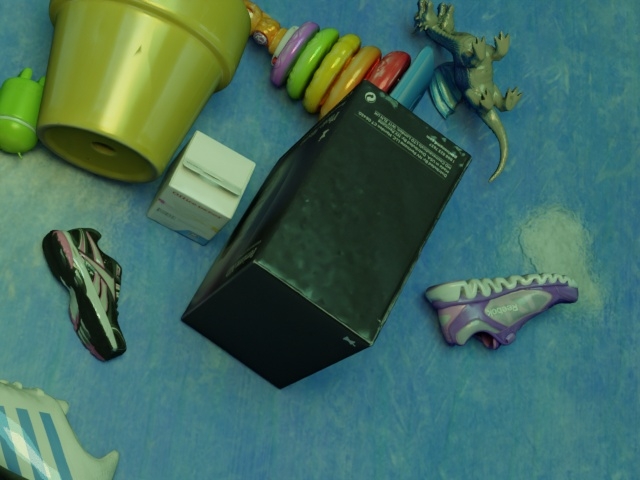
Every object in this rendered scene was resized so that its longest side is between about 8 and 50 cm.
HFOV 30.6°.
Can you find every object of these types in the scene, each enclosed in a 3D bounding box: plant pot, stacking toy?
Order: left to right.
[{"bbox_3d":[-0.240,-0.212,1.481,0.254,0.254,0.239,22,71,-16],"label":"plant pot"},{"bbox_3d":[-0.006,-0.251,1.664,0.302,0.175,0.165,33,64,3],"label":"stacking toy"}]

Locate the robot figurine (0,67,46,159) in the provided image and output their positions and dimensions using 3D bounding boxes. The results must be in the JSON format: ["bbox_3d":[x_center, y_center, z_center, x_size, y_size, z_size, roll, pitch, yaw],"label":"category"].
[{"bbox_3d":[-0.386,-0.163,1.501,0.101,0.067,0.115,25,64,-27],"label":"robot figurine"}]

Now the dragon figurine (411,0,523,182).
[{"bbox_3d":[0.225,-0.236,1.781,0.085,0.144,0.289,-20,101,-29],"label":"dragon figurine"}]

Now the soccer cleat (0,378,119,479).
[{"bbox_3d":[-0.383,0.211,1.366,0.331,0.116,0.143,42,46,-8],"label":"soccer cleat"}]

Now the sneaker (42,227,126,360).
[{"bbox_3d":[-0.278,0.060,1.475,0.077,0.072,0.178,-20,87,-38],"label":"sneaker"}]

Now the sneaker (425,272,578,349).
[{"bbox_3d":[0.267,0.103,1.689,0.236,0.095,0.104,-6,82,-20],"label":"sneaker"}]

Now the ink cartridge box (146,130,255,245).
[{"bbox_3d":[-0.154,-0.069,1.527,0.092,0.143,0.090,28,64,-13],"label":"ink cartridge box"}]

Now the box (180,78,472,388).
[{"bbox_3d":[0.000,0.000,1.484,0.183,0.296,0.294,34,62,-10],"label":"box"}]
